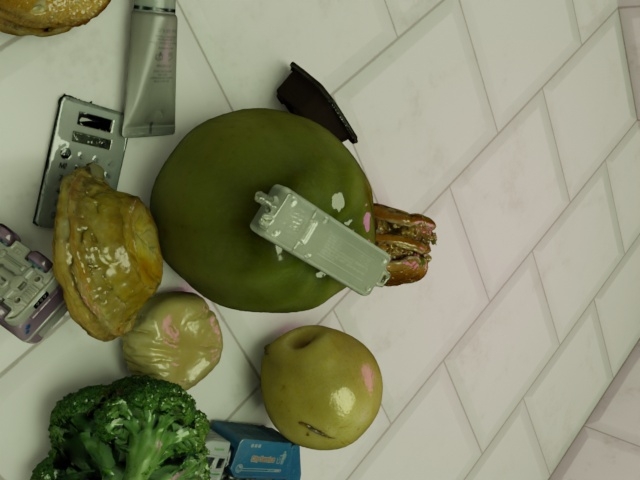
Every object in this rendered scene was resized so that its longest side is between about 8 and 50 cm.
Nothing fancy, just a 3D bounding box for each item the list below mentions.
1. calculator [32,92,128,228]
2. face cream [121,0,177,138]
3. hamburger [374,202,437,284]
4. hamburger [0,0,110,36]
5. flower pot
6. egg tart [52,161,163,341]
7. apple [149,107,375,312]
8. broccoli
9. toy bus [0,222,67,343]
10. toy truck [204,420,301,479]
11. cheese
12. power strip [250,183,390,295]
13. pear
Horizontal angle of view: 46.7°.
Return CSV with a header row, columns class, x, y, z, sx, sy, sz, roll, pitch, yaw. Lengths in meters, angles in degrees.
class,x,y,z,sx,sy,sz,roll,pitch,yaw
calculator,-0.467,-0.146,1.469,0.161,0.021,0.262,10,93,-45
face cream,-0.337,-0.365,1.499,0.143,0.089,0.315,-16,116,-53
hamburger,0.187,0.016,1.987,0.245,0.260,0.211,9,82,-6
hamburger,-0.506,-0.495,1.248,0.314,0.170,0.290,4,94,-42
flower pot,-0.021,-0.300,1.724,0.084,0.251,0.179,-37,127,-1
egg tart,-0.380,0.019,1.369,0.341,0.129,0.341,-11,90,-82
apple,-0.112,-0.059,1.556,0.473,0.473,0.474,-12,107,-41
broccoli,-0.383,0.449,1.491,0.413,0.310,0.321,-35,146,6
toy bus,-0.554,0.075,1.324,0.142,0.202,0.142,-52,161,-19
toy truck,-0.208,0.540,1.786,0.367,0.146,0.175,20,86,-45
cheese,-0.324,0.218,1.631,0.226,0.117,0.214,-33,117,-39
power strip,0.000,0.000,1.353,0.338,0.058,0.098,32,88,-36
pear,0.000,0.358,1.841,0.309,0.309,0.309,-12,107,-41
